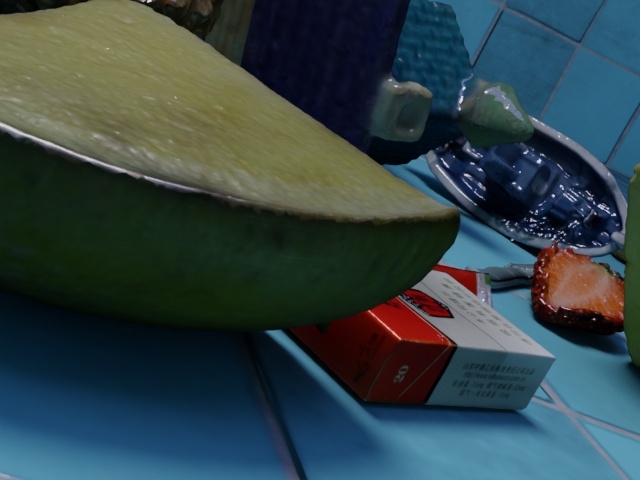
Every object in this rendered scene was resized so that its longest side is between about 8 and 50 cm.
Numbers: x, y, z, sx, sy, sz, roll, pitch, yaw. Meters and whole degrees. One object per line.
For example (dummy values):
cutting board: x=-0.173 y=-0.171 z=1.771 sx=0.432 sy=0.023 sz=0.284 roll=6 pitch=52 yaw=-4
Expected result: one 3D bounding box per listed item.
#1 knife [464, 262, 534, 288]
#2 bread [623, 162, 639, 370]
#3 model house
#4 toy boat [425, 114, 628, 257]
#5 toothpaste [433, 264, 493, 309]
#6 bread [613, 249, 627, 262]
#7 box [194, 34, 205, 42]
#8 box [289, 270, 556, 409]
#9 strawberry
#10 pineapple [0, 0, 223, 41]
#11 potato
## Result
knife: x=0.178 y=0.031 z=0.991 sx=0.028 sy=0.015 sz=0.210 roll=28 pitch=12 yaw=26
bread: x=0.446 y=0.011 z=0.841 sx=0.362 sy=0.244 sz=0.233 roll=-22 pitch=37 yaw=-20
model house: x=0.039 y=-0.182 z=1.023 sx=0.312 sy=0.245 sz=0.280 roll=2 pitch=24 yaw=-40
toy boat: x=0.218 y=-0.072 z=1.197 sx=0.309 sy=0.129 sz=0.142 roll=37 pitch=6 yaw=31
toothpaste: x=0.000 y=0.000 z=0.717 sx=0.301 sy=0.048 sz=0.075 roll=24 pitch=10 yaw=-23
bread: x=0.430 y=0.002 z=1.447 sx=0.083 sy=0.076 sz=0.070 roll=24 pitch=26 yaw=-14
box: x=-0.104 y=-0.088 z=0.739 sx=0.054 sy=0.099 sz=0.074 roll=43 pitch=15 yaw=1
box: x=0.052 y=0.051 z=0.625 sx=0.152 sy=0.048 sz=0.100 roll=15 pitch=17 yaw=-47
strawberry: x=0.223 y=0.050 z=0.949 sx=0.104 sy=0.048 sz=0.152 roll=41 pitch=32 yaw=23
pineapple: x=-0.200 y=-0.172 z=0.697 sx=0.202 sy=0.202 sz=0.362 roll=29 pitch=26 yaw=7
potato: x=-0.116 y=-0.033 z=0.491 sx=0.269 sy=0.112 sz=0.255 roll=34 pitch=20 yaw=31
